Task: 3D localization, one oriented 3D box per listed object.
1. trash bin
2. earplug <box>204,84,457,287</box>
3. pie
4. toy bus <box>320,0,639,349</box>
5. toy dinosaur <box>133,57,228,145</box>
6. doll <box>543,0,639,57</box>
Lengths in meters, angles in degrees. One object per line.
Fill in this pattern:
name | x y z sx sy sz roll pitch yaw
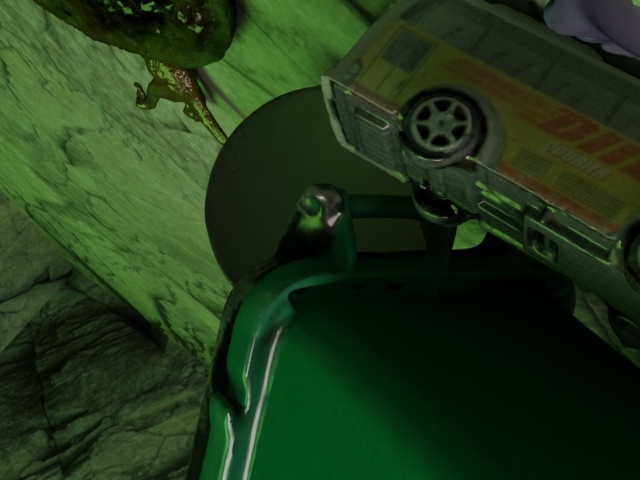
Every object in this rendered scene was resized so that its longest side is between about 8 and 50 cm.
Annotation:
trash bin | 0.115 0.164 0.583 0.259 0.295 0.381 -1 -156 -37
earplug | 0.000 0.000 0.891 0.172 0.172 0.301 39 172 3
pie | -0.189 -0.235 0.820 0.323 0.070 0.323 36 166 11
toy bus | 0.131 -0.031 0.541 0.268 0.106 0.092 32 165 21
toy dinosaur | -0.122 -0.139 0.995 0.162 0.039 0.126 36 156 16
doll | 0.095 -0.125 0.443 0.206 0.067 0.110 43 -175 37
